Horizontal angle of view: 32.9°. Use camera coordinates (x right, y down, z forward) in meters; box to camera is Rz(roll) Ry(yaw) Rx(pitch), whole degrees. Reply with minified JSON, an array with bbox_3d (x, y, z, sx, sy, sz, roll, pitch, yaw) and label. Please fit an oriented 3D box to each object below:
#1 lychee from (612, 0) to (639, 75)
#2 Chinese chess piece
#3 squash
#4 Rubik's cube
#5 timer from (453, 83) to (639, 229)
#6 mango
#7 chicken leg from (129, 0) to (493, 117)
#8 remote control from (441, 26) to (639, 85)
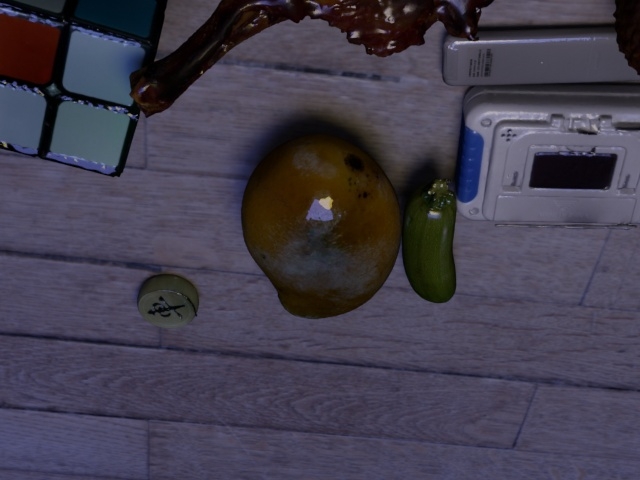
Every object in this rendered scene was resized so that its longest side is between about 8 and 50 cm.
[{"bbox_3d":[0.383,-0.220,1.063,0.194,0.194,0.194,1,134,1],"label":"lychee"},{"bbox_3d":[-0.207,0.084,1.471,0.084,0.034,0.084,2,134,2],"label":"Chinese chess piece"},{"bbox_3d":[0.135,0.005,1.343,0.069,0.069,0.258,-4,145,5],"label":"squash"},{"bbox_3d":[-0.262,-0.198,1.112,0.183,0.167,0.180,15,132,-15],"label":"Rubik's cube"},{"bbox_3d":[0.287,-0.094,1.258,0.253,0.078,0.178,1,133,1],"label":"timer"},{"bbox_3d":[0.000,0.000,1.312,0.193,0.146,0.316,8,140,4],"label":"mango"},{"bbox_3d":[-0.006,-0.234,1.051,0.407,0.096,0.158,-21,118,-17],"label":"chicken leg"},{"bbox_3d":[0.263,-0.204,1.190,0.261,0.029,0.067,-2,133,1],"label":"remote control"}]
